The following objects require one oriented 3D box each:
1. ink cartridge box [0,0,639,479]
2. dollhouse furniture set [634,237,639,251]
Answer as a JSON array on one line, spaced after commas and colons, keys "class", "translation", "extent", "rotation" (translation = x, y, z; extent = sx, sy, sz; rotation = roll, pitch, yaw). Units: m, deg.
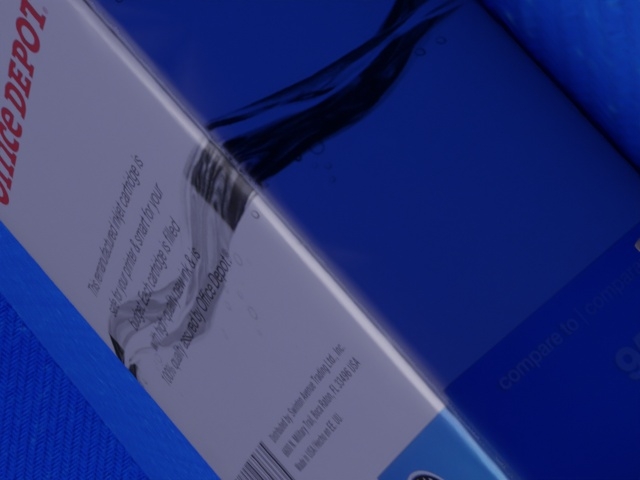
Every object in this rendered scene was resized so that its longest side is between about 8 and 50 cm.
[{"class": "ink cartridge box", "translation": [0.000, 0.000, 0.952], "extent": [0.395, 0.166, 0.285], "rotation": [48, 154, 8]}, {"class": "dollhouse furniture set", "translation": [0.226, 0.016, 0.557], "extent": [0.212, 0.161, 0.242], "rotation": [45, -174, 19]}]
